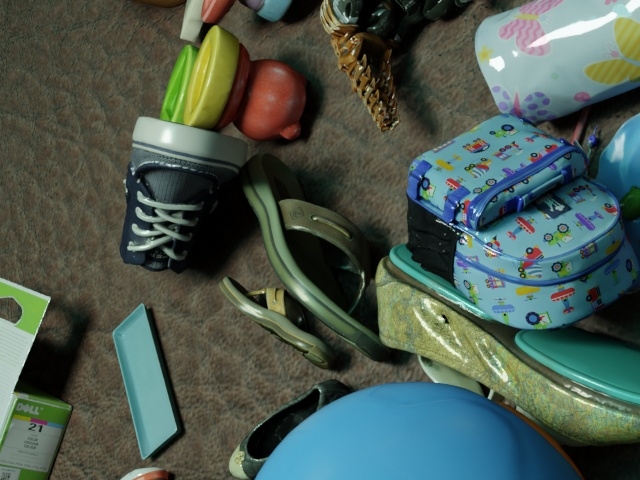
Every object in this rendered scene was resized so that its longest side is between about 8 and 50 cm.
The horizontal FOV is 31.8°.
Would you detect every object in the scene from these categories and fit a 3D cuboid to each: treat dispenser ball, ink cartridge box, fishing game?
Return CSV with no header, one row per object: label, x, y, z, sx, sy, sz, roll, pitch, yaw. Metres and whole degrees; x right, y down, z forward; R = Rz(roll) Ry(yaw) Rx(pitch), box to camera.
treat dispenser ball,0.076,0.251,0.854,0.288,0.288,0.288,-19,61,39
ink cartridge box,-0.415,0.191,1.508,0.188,0.097,0.255,13,82,47
fishing game,0.296,-0.041,0.937,0.264,0.041,0.189,16,86,49

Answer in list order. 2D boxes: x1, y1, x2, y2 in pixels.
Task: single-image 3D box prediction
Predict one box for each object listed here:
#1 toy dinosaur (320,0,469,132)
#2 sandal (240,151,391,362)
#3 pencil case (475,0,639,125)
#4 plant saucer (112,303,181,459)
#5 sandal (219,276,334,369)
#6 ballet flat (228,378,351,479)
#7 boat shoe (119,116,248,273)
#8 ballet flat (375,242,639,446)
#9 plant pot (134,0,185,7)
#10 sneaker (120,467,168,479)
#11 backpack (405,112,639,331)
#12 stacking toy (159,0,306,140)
toy dinosaur,0.073,-0.267,1.208,0.218,0.164,0.322,-35,69,48
sandal,-0.001,-0.002,1.167,0.086,0.120,0.303,-36,50,11
pencil case,0.268,-0.197,0.975,0.273,0.113,0.124,-24,40,36
plant saucer,-0.212,0.171,1.371,0.067,0.018,0.192,-42,50,25
sandal,-0.040,0.080,1.204,0.180,0.072,0.049,29,79,45
ballet flat,-0.040,0.193,1.167,0.173,0.049,0.058,-41,48,26
boat shoe,-0.162,-0.040,1.260,0.340,0.127,0.158,166,117,-83
ballet flat,0.171,0.110,0.962,0.348,0.123,0.123,29,95,46
plant pot,-0.252,-0.451,1.527,0.290,0.203,0.291,-19,61,40
sneaker,-0.235,0.319,1.305,0.158,0.061,0.065,-35,58,31
backpack,0.172,-0.011,0.930,0.158,0.117,0.173,-25,40,-20
stacking toy,-0.092,-0.243,1.394,0.279,0.130,0.309,149,134,-66
